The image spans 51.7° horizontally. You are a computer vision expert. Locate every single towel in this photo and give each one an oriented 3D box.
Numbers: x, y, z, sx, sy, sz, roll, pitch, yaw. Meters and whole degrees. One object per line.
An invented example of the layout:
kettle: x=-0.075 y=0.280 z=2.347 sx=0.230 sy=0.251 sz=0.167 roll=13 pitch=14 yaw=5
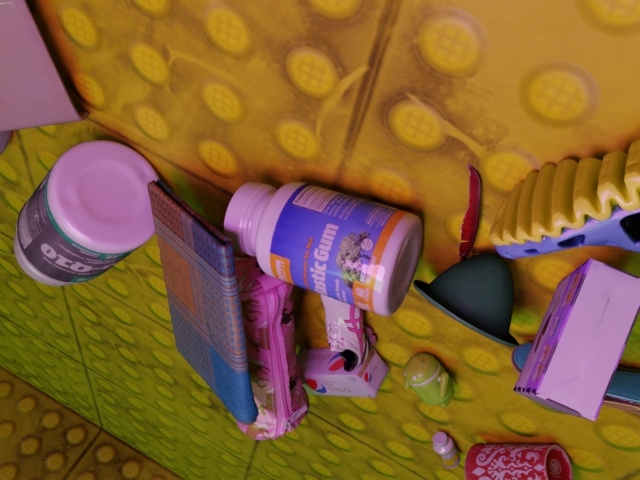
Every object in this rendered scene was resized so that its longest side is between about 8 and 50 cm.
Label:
towel: x=-0.195 y=0.106 z=1.110 sx=0.271 sy=0.040 sz=0.370 roll=35 pitch=137 yaw=43

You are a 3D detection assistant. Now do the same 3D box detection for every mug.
mug: x=0.384 y=0.430 z=1.250 sx=0.169 sy=0.150 sz=0.113 roll=-24 pitch=79 yaw=46

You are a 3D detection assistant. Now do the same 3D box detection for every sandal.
sandal: x=0.325 y=-0.028 z=0.710 sx=0.138 sy=0.126 sz=0.317 roll=44 pitch=146 yaw=-21

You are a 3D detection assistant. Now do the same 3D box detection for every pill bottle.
pill bottle: x=-0.454 y=-0.033 z=1.255 sx=0.204 sy=0.204 sz=0.361 roll=45 pitch=144 yaw=-15
pill bottle: x=0.000 y=0.000 z=0.973 sx=0.272 sy=0.152 sz=0.152 roll=17 pitch=142 yaw=21
pill bottle: x=0.262 y=0.437 z=1.383 sx=0.043 sy=0.043 sz=0.083 roll=2 pitch=134 yaw=38

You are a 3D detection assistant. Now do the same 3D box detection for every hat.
hat: x=0.245 y=0.028 z=0.924 sx=0.173 sy=0.183 sz=0.208 roll=31 pitch=-173 yaw=16

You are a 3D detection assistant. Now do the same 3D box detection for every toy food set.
toy food set: x=-0.529 y=-0.303 z=1.055 sx=0.220 sy=0.092 sz=0.306 roll=-7 pitch=138 yaw=2

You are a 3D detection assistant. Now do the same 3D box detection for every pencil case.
pencil case: x=-0.107 y=0.188 z=1.220 sx=0.167 sy=0.160 sz=0.386 roll=7 pitch=124 yaw=17

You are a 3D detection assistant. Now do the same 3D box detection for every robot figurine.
robot figurine: x=0.195 y=0.250 z=1.191 sx=0.101 sy=0.067 sz=0.115 roll=2 pitch=135 yaw=54

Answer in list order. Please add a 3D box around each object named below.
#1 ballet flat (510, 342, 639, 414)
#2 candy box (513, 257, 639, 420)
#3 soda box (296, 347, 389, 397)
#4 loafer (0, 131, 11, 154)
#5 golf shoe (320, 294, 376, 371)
ballet flat: x=0.399 y=0.214 z=0.980 sx=0.232 sy=0.080 sz=0.073 roll=14 pitch=156 yaw=28
candy box: x=0.308 y=0.124 z=0.803 sx=0.070 sy=0.165 sz=0.196 roll=23 pitch=173 yaw=13
soda box: x=0.030 y=0.265 z=1.336 sx=0.216 sy=0.074 sz=0.069 roll=-10 pitch=125 yaw=46
loafer: x=-0.659 y=-0.256 z=1.231 sx=0.112 sy=0.111 sz=0.319 roll=30 pitch=145 yaw=6
golf shoe: x=0.043 y=0.158 z=1.188 sx=0.067 sy=0.086 sz=0.186 roll=3 pitch=134 yaw=39
